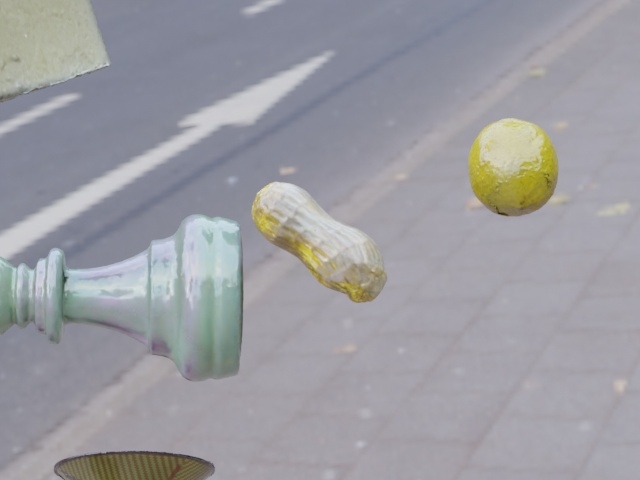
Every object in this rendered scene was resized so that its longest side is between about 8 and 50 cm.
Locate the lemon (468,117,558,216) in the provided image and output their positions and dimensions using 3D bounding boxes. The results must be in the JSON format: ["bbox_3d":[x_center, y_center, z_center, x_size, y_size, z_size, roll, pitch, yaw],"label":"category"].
[{"bbox_3d":[0.131,-0.051,1.002,0.062,0.062,0.083,-7,47,5],"label":"lemon"}]

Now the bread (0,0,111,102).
[{"bbox_3d":[-0.166,-0.110,0.779,0.028,0.068,0.154,-13,11,28],"label":"bread"}]

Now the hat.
[{"bbox_3d":[-0.222,0.307,1.747,0.193,0.082,0.193,0,-20,0],"label":"hat"}]

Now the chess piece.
[{"bbox_3d":[-0.201,0.045,1.211,0.272,0.139,0.139,2,17,-7],"label":"chess piece"}]

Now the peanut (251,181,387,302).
[{"bbox_3d":[0.000,0.000,1.898,0.207,0.087,0.087,38,34,10],"label":"peanut"}]
